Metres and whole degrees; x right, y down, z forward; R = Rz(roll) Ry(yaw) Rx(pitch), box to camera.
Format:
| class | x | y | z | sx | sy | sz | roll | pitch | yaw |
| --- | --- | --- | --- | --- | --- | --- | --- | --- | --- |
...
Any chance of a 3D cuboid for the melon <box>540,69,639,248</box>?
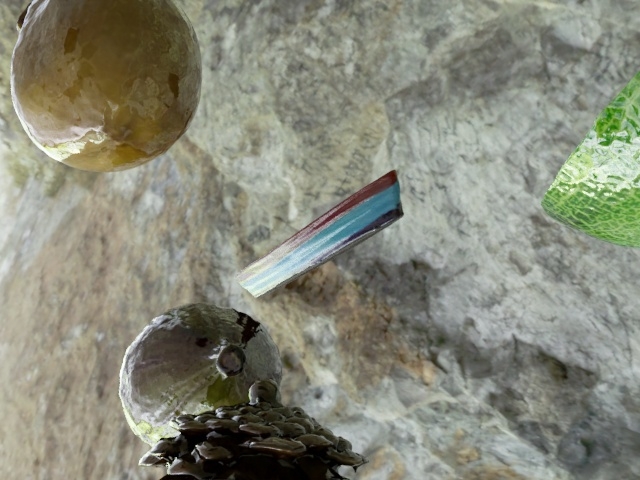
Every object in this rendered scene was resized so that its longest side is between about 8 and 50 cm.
| class | x | y | z | sx | sy | sz | roll | pitch | yaw |
| --- | --- | --- | --- | --- | --- | --- | --- | --- | --- |
| melon | 0.444 | -0.109 | 0.788 | 0.226 | 0.331 | 0.343 | -105 | -147 | -44 |

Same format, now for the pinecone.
| class | x | y | z | sx | sy | sz | roll | pitch | yaw |
| --- | --- | --- | --- | --- | --- | --- | --- | --- | --- |
| pinecone | -0.062 | 0.260 | 0.572 | 0.224 | 0.224 | 0.272 | -15 | -122 | 44 |

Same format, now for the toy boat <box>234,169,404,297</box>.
| class | x | y | z | sx | sy | sz | roll | pitch | yaw |
| --- | --- | --- | --- | --- | --- | --- | --- | --- | --- |
| toy boat | 0.000 | 0.000 | 1.175 | 0.392 | 0.136 | 0.079 | -31 | -101 | 33 |

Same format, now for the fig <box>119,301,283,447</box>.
| class | x | y | z | sx | sy | sz | roll | pitch | yaw |
| --- | --- | --- | --- | --- | --- | --- | --- | --- | --- |
| fig | -0.125 | 0.168 | 0.787 | 0.321 | 0.217 | 0.217 | 147 | -43 | -62 |

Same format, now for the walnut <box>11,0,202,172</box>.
| class | x | y | z | sx | sy | sz | roll | pitch | yaw |
| --- | --- | --- | --- | --- | --- | --- | --- | --- | --- |
| walnut | -0.224 | -0.199 | 0.709 | 0.203 | 0.203 | 0.297 | -37 | -143 | 30 |
